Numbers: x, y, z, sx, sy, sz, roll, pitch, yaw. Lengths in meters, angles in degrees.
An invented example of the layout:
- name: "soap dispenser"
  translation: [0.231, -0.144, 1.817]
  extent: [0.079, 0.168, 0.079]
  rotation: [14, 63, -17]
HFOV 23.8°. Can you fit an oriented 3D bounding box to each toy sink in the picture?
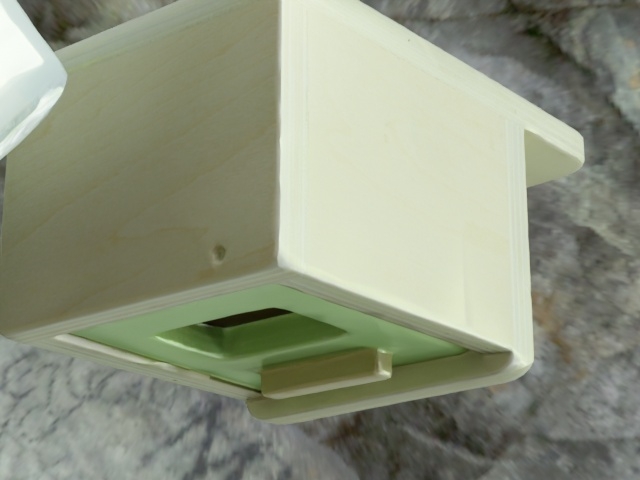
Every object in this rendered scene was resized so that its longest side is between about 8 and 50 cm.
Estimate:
- name: "toy sink"
  translation: [0.000, 0.000, 0.663]
  extent: [0.153, 0.234, 0.131]
  rotation: [-14, -113, 36]

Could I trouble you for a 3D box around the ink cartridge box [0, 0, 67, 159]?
- name: "ink cartridge box"
  translation: [-0.318, -0.138, 0.538]
  extent: [0.308, 0.091, 0.385]
  rotation: [-21, -70, 34]
